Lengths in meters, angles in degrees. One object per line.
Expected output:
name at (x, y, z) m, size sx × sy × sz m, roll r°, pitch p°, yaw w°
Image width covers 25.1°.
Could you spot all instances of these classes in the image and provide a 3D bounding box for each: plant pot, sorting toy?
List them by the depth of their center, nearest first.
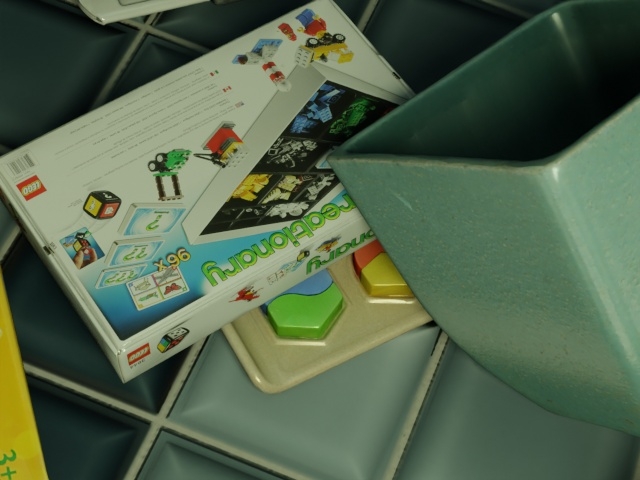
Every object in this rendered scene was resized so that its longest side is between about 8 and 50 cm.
plant pot at (0.206, -0.008, 0.991) m, size 0.247 × 0.247 × 0.252 m, roll -35°, pitch 110°, yaw -24°
sorting toy at (0.000, 0.000, 1.103) m, size 0.208 × 0.038 × 0.193 m, roll -22°, pitch 61°, yaw -20°

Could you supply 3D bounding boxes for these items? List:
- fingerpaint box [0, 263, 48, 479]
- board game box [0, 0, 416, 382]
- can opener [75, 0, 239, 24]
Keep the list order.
fingerpaint box at (-0.399, 0.041, 0.950) m, size 0.371 × 0.163 × 0.445 m, roll -11°, pitch 59°, yaw -14°
board game box at (-0.067, -0.049, 1.081) m, size 0.305 × 0.053 × 0.193 m, roll -29°, pitch 64°, yaw -18°
can opener at (-0.079, -0.254, 1.230) m, size 0.283 × 0.095 × 0.076 m, roll -17°, pitch 61°, yaw -17°
